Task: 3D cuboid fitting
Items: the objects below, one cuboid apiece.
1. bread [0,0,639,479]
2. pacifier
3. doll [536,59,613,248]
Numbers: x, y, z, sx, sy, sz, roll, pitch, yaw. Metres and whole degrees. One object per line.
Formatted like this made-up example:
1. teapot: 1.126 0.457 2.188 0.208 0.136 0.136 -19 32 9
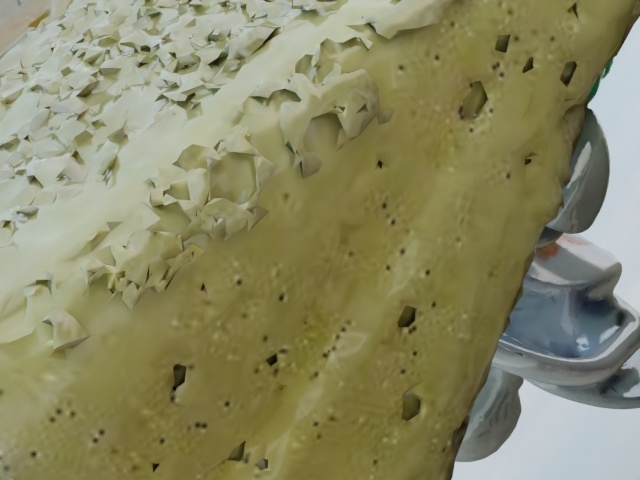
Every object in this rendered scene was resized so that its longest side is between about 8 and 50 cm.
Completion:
1. bread: 0.000 0.000 0.487 0.315 0.248 0.279 -30 -61 -13
2. pacifier: 0.115 0.075 0.911 0.227 0.279 0.207 -32 -31 -56
3. doll: 0.120 -0.094 0.739 0.258 0.195 0.153 -7 -46 -47
